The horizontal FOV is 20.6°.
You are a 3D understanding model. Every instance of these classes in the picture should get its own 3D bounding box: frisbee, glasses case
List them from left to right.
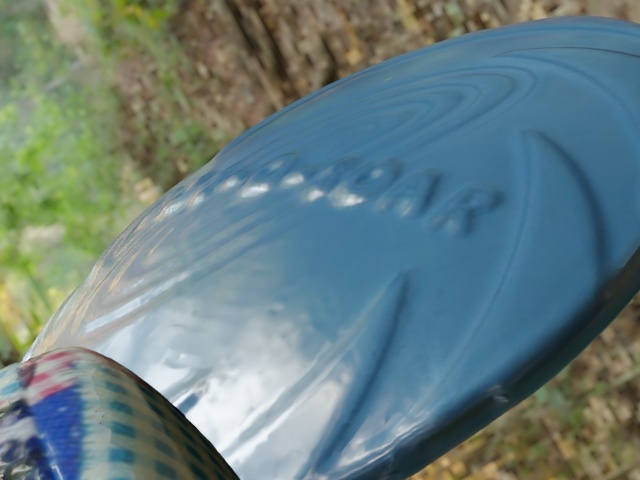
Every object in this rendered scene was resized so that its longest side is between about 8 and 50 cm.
[{"bbox_3d":[-0.005,0.165,0.407,0.125,0.076,0.327,-124,12,-55],"label":"glasses case"},{"bbox_3d":[-0.003,-0.004,0.619,0.049,0.289,0.289,58,178,-23],"label":"frisbee"}]
